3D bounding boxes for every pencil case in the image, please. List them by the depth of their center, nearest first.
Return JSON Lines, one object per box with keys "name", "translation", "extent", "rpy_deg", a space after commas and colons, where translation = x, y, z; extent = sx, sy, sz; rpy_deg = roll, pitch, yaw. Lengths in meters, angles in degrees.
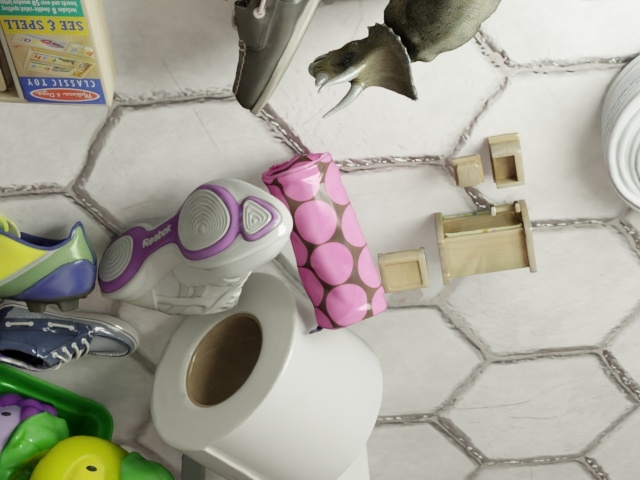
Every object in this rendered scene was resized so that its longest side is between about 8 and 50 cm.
{"name": "pencil case", "translation": [0.000, 0.000, 1.693], "extent": [0.095, 0.098, 0.209], "rpy_deg": [-25, 108, -21]}

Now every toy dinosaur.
{"name": "toy dinosaur", "translation": [0.129, -0.243, 1.434], "extent": [0.121, 0.160, 0.313], "rpy_deg": [31, 128, -31]}

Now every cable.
{"name": "cable", "translation": [0.439, -0.125, 1.631], "extent": [0.257, 0.089, 0.257], "rpy_deg": [-17, 134, 16]}

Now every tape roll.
{"name": "tape roll", "translation": [-0.067, 0.184, 1.822], "extent": [0.246, 0.246, 0.169], "rpy_deg": [-31, 131, 27]}

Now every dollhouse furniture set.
{"name": "dollhouse furniture set", "translation": [0.152, -0.042, 1.728], "extent": [0.182, 0.101, 0.161], "rpy_deg": [-8, 112, 6]}

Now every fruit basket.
{"name": "fruit basket", "translation": [-0.372, 0.341, 1.882], "extent": [0.283, 0.392, 0.392], "rpy_deg": [27, 130, -28]}

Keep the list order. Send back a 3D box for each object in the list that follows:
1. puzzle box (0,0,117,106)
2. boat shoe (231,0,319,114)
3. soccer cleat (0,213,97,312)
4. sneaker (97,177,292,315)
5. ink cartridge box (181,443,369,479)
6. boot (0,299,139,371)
{"name": "puzzle box", "translation": [-0.418, -0.237, 1.426], "extent": [0.409, 0.052, 0.272], "rpy_deg": [2, 148, 4]}
{"name": "boat shoe", "translation": [-0.033, -0.275, 1.441], "extent": [0.095, 0.112, 0.335], "rpy_deg": [26, 127, -4]}
{"name": "soccer cleat", "translation": [-0.411, 0.022, 1.763], "extent": [0.289, 0.093, 0.121], "rpy_deg": [-1, 107, 4]}
{"name": "sneaker", "translation": [-0.124, 0.016, 1.726], "extent": [0.152, 0.114, 0.305], "rpy_deg": [27, 149, -36]}
{"name": "ink cartridge box", "translation": [-0.066, 0.341, 2.044], "extent": [0.233, 0.168, 0.171], "rpy_deg": [10, 136, -13]}
{"name": "boot", "translation": [-0.325, 0.136, 1.870], "extent": [0.190, 0.086, 0.069], "rpy_deg": [13, 135, -16]}
